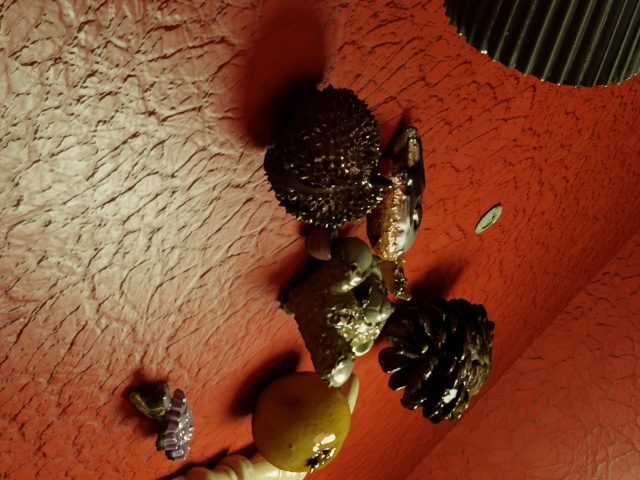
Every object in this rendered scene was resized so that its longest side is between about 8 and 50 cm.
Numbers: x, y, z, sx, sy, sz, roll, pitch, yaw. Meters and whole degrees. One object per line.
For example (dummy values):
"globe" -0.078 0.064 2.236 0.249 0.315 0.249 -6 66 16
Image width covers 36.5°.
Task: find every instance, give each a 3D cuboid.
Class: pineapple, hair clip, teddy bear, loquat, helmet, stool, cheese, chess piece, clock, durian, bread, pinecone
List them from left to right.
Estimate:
"hair clip" -0.263 0.318 1.678 0.292 0.085 0.106 83 12 -63
"chess piece" -0.188 0.507 2.054 0.397 0.117 0.117 -4 133 -53
"loquat" -0.038 0.363 1.949 0.208 0.208 0.208 -36 154 -21
"helmet" -0.001 0.000 1.628 0.084 0.049 0.065 -48 140 -77
"durian" 0.018 -0.111 1.319 0.167 0.196 0.196 -44 158 -32
"cheese" 0.035 0.383 2.120 0.127 0.054 0.251 -54 -170 19
"teddy bear" 0.047 0.125 1.775 0.256 0.156 0.267 11 91 -57
"pineapple" 0.141 0.074 1.920 0.077 0.114 0.114 -22 147 -6
"bread" 0.126 -0.077 1.665 0.268 0.095 0.139 81 30 -47
"pinecone" 0.264 0.265 2.218 0.296 0.242 0.298 29 73 -50
"clock" 0.382 -0.047 2.209 0.083 0.010 0.074 -38 155 -14
"stool" 0.344 -0.417 1.263 0.297 0.297 0.330 -26 145 -36
